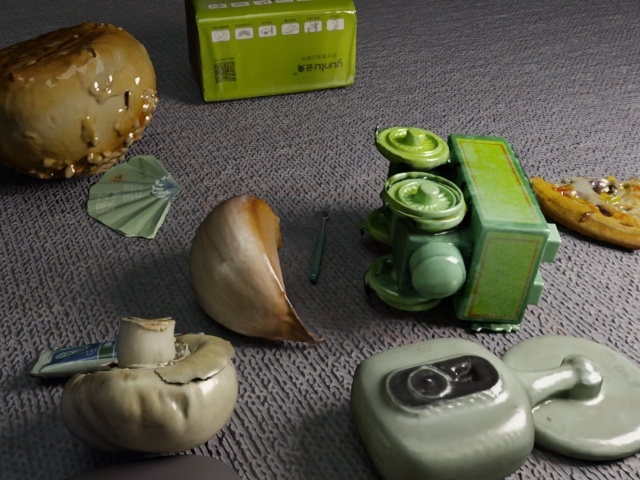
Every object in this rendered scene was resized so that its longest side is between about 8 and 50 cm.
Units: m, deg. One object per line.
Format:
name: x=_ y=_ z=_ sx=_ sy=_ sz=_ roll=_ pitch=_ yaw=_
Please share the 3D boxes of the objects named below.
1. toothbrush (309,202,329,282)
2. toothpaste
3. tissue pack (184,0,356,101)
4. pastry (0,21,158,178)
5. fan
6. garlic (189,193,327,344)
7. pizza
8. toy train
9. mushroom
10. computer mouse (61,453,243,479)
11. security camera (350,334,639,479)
toothbrush: x=0.000 y=0.000 z=0.965 sx=0.011 sy=0.014 sz=0.167 roll=10 pitch=34 yaw=0
toothpaste: x=-0.190 y=0.117 z=0.778 sx=0.197 sy=0.034 sz=0.057 roll=-4 pitch=18 yaw=-3
tissue pack: x=-0.094 y=-0.366 z=1.379 sx=0.275 sy=0.167 sz=0.200 roll=-8 pitch=36 yaw=-13
pastry: x=-0.368 y=-0.194 z=1.106 sx=0.284 sy=0.184 sz=0.316 roll=-25 pitch=30 yaw=-19
fan: x=-0.261 y=-0.066 z=1.075 sx=0.131 sy=0.009 sz=0.240 roll=-9 pitch=35 yaw=-8
garlic: x=-0.090 y=0.034 z=0.847 sx=0.115 sy=0.128 sz=0.206 roll=-27 pitch=43 yaw=4
pizza: x=0.386 y=-0.050 z=1.016 sx=0.176 sy=0.036 sz=0.184 roll=-15 pitch=37 yaw=-21
toy train: x=0.148 y=-0.025 z=0.879 sx=0.188 sy=0.159 sz=0.271 roll=5 pitch=33 yaw=-3
mushroom: x=-0.148 y=0.124 z=0.668 sx=0.154 sy=0.122 sz=0.154 roll=-10 pitch=6 yaw=1
computer mouse: x=-0.163 y=0.229 z=0.586 sx=0.232 sy=0.057 sz=0.120 roll=-11 pitch=35 yaw=-16
security camera: x=0.177 y=0.141 z=0.703 sx=0.302 sy=0.080 sz=0.157 roll=-9 pitch=34 yaw=-17
